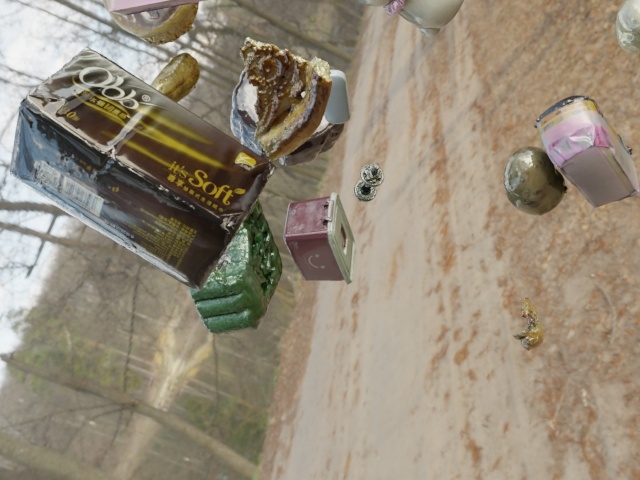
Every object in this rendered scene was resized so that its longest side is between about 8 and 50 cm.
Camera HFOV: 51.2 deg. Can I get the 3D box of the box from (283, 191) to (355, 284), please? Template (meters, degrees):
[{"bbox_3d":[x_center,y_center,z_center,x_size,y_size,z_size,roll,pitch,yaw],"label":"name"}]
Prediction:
[{"bbox_3d":[0.000,0.000,2.121,0.294,0.167,0.193,67,-155,-49],"label":"box"}]

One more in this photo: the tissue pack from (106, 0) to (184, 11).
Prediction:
[{"bbox_3d":[-0.434,-0.670,1.779,0.148,0.246,0.093,-83,-17,-75],"label":"tissue pack"}]

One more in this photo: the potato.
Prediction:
[{"bbox_3d":[0.601,-0.165,1.902,0.165,0.262,0.165,-17,59,30],"label":"potato"}]

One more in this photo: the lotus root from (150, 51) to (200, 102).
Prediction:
[{"bbox_3d":[-0.420,-0.466,1.953,0.258,0.097,0.110,-67,-30,-43],"label":"lotus root"}]

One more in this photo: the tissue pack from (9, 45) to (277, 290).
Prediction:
[{"bbox_3d":[-0.291,-0.108,1.071,0.210,0.370,0.198,-47,13,51],"label":"tissue pack"}]

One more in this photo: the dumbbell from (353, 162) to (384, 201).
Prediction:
[{"bbox_3d":[0.157,-0.187,2.178,0.254,0.081,0.082,113,177,-68],"label":"dumbbell"}]

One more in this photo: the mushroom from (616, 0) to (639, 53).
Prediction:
[{"bbox_3d":[0.813,-0.546,1.680,0.154,0.122,0.154,-2,-90,-75],"label":"mushroom"}]

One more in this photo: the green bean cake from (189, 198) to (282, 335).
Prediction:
[{"bbox_3d":[-0.224,0.042,1.684,0.308,0.169,0.300,-73,-33,-57],"label":"green bean cake"}]

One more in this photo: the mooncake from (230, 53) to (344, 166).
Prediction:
[{"bbox_3d":[-0.119,-0.420,2.208,0.381,0.350,0.212,58,160,23],"label":"mooncake"}]

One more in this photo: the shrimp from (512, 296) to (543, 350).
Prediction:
[{"bbox_3d":[0.532,0.217,1.720,0.051,0.133,0.187,-22,-1,27],"label":"shrimp"}]

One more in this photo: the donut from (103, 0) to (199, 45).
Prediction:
[{"bbox_3d":[-0.531,-0.797,2.151,0.330,0.330,0.160,-66,-14,3],"label":"donut"}]

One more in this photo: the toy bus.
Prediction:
[{"bbox_3d":[0.728,-0.228,1.790,0.171,0.386,0.162,-30,54,28],"label":"toy bus"}]

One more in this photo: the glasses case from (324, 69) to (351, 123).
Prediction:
[{"bbox_3d":[0.036,-0.352,1.650,0.178,0.067,0.045,75,-164,-60],"label":"glasses case"}]

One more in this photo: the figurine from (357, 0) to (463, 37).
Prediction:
[{"bbox_3d":[0.113,-0.429,1.052,0.127,0.235,0.155,-106,35,-48],"label":"figurine"}]

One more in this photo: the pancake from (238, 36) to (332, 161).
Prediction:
[{"bbox_3d":[-0.099,-0.315,1.433,0.266,0.244,0.057,-36,17,31],"label":"pancake"}]
